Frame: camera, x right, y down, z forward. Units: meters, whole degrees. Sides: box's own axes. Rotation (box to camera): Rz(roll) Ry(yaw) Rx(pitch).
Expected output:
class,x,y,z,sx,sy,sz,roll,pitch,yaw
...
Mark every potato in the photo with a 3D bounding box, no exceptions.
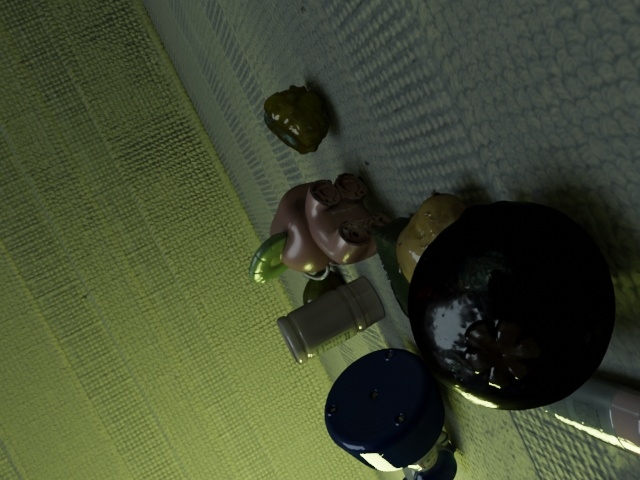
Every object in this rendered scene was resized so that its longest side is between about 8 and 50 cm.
class,x,y,z,sx,sy,sz,roll,pitch,yaw
potato,0.179,0.041,0.915,0.161,0.128,0.235,56,171,38

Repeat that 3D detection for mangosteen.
class,x,y,z,sx,sy,sz,roll,pitch,yaw
mangosteen,0.201,0.064,0.706,0.243,0.243,0.243,59,168,20

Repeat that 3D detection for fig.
class,x,y,z,sx,sy,sz,roll,pitch,yaw
fig,0.009,0.107,1.942,0.149,0.149,0.245,121,140,-77

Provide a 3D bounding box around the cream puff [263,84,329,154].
class,x,y,z,sx,sy,sz,roll,pitch,yaw
cream puff,-0.038,-0.248,1.302,0.146,0.116,0.146,35,166,10

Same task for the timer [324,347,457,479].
class,x,y,z,sx,sy,sz,roll,pitch,yaw
timer,0.212,0.470,1.562,0.383,0.270,0.270,54,175,-32

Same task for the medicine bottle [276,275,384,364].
class,x,y,z,sx,sy,sz,roll,pitch,yaw
medicine bottle,0.025,0.199,1.656,0.133,0.249,0.133,58,169,18

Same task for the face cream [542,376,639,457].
class,x,y,z,sx,sy,sz,roll,pitch,yaw
face cream,0.333,0.199,0.771,0.084,0.057,0.198,63,167,-6

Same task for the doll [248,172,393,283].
class,x,y,z,sx,sy,sz,roll,pitch,yaw
doll,0.000,0.000,1.329,0.216,0.284,0.268,57,142,25

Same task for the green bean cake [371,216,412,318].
class,x,y,z,sx,sy,sz,roll,pitch,yaw
green bean cake,0.167,0.056,1.088,0.183,0.094,0.185,65,169,-12
